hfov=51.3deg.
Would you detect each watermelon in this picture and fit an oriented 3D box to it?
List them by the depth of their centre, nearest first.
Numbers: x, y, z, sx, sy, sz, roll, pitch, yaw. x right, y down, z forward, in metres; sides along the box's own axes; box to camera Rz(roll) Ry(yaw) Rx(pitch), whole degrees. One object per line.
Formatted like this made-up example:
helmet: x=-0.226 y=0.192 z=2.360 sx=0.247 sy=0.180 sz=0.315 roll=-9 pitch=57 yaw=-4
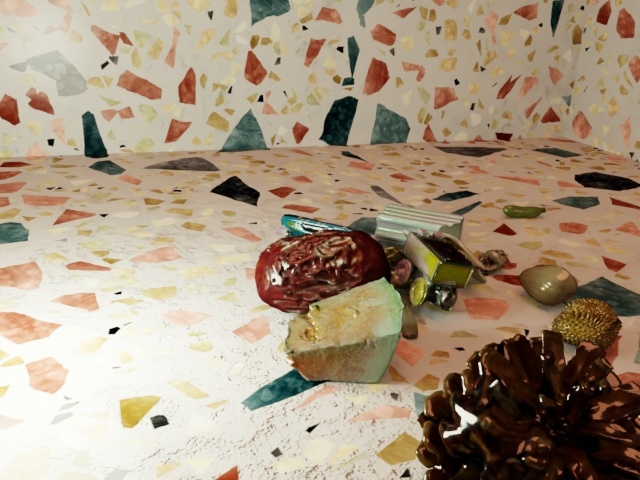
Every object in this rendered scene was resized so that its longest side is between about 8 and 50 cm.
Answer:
watermelon: x=0.067 y=0.232 z=1.623 sx=0.302 sy=0.151 sz=0.264 roll=-15 pitch=25 yaw=2

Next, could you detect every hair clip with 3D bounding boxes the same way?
hair clip: x=0.385 y=0.039 z=2.082 sx=0.282 sy=0.113 sz=0.172 roll=9 pitch=-14 yaw=19

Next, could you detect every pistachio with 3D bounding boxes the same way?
pistachio: x=0.673 y=0.127 z=1.969 sx=0.125 sy=0.124 sz=0.185 roll=-12 pitch=23 yaw=-34

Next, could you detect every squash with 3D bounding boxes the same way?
squash: x=0.831 y=-0.118 z=2.718 sx=0.184 sy=0.052 sz=0.052 roll=1 pitch=21 yaw=-9

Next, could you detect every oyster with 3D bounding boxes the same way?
oyster: x=0.576 y=0.063 z=2.216 sx=0.109 sy=0.053 sz=0.165 roll=-16 pitch=20 yaw=29

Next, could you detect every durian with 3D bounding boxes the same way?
durian: x=0.696 y=0.217 z=1.736 sx=0.168 sy=0.136 sz=0.158 roll=7 pitch=41 yaw=33

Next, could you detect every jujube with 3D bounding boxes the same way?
jujube: x=0.008 y=0.082 z=1.859 sx=0.377 sy=0.258 sz=0.258 roll=2 pitch=21 yaw=-18

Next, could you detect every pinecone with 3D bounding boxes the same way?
pinecone: x=0.374 y=0.334 z=1.116 sx=0.398 sy=0.397 sz=0.397 roll=3 pitch=21 yaw=-1

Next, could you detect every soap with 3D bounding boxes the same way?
soap: x=0.359 y=-0.050 z=2.417 sx=0.290 sy=0.095 sz=0.173 roll=11 pitch=22 yaw=19

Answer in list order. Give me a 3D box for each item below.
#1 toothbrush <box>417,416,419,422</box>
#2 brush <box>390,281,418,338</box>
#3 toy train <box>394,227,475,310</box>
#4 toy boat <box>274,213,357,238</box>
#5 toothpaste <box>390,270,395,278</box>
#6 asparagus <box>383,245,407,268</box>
toothbrush: x=0.347 y=0.392 z=1.376 sx=0.295 sy=0.026 sz=0.028 roll=6 pitch=8 yaw=5
brush: x=0.239 y=0.189 z=1.888 sx=0.086 sy=0.020 sz=0.336 roll=3 pitch=21 yaw=-2
toy train: x=0.317 y=0.088 z=1.908 sx=0.134 sy=0.177 sz=0.261 roll=10 pitch=22 yaw=-24
toy boat: x=0.000 y=0.000 z=2.255 sx=0.299 sy=0.134 sz=0.092 roll=13 pitch=60 yaw=20
toothpaste: x=0.315 y=0.113 z=2.053 sx=0.216 sy=0.061 sz=0.037 roll=4 pitch=23 yaw=13
asparagus: x=0.260 y=0.052 z=2.168 sx=0.287 sy=0.080 sz=0.080 roll=-10 pitch=25 yaw=-28
